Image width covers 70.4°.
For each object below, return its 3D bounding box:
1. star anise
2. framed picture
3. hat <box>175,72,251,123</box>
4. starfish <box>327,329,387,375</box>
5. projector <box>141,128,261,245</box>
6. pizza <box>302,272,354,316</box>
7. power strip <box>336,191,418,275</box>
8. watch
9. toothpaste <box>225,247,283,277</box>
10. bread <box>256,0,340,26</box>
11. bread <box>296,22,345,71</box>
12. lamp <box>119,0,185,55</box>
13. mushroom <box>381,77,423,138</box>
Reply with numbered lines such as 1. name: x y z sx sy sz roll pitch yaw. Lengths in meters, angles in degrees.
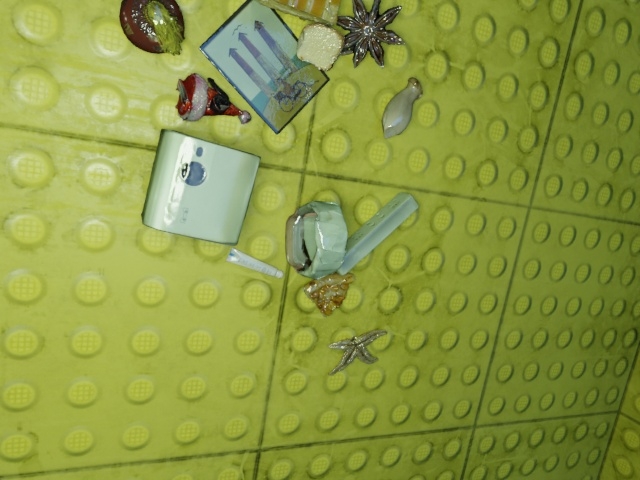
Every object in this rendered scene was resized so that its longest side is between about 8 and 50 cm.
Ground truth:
1. star anise: 0.129 -0.624 1.370 0.262 0.081 0.230 -24 114 16
2. framed picture: -0.153 -0.513 1.326 0.244 0.013 0.324 -48 116 -6
3. hat: -0.287 -0.370 1.253 0.227 0.140 0.129 10 110 -37
4. starfish: 0.142 0.410 1.664 0.247 0.050 0.138 -10 108 -17
5. projector: -0.324 -0.145 1.215 0.248 0.248 0.249 13 98 -25
6. pizza: 0.027 0.189 1.552 0.182 0.062 0.161 1 104 -24
7. power strip: 0.169 -0.020 1.543 0.385 0.091 0.062 -41 113 -8
8. watch: 0.000 0.000 1.393 0.161 0.241 0.254 -7 106 -23
9. toothpaste: -0.205 0.078 1.445 0.190 0.031 0.048 24 96 -23
10. bread: -0.050 -0.742 1.254 0.239 0.111 0.246 9 98 -25
11. bread: -0.004 -0.573 1.331 0.129 0.044 0.126 14 129 -21
12. lamp: -0.419 -0.554 1.135 0.157 0.135 0.157 -1 103 -20
13. mushroom: 0.265 -0.427 1.482 0.097 0.088 0.213 34 82 -36
